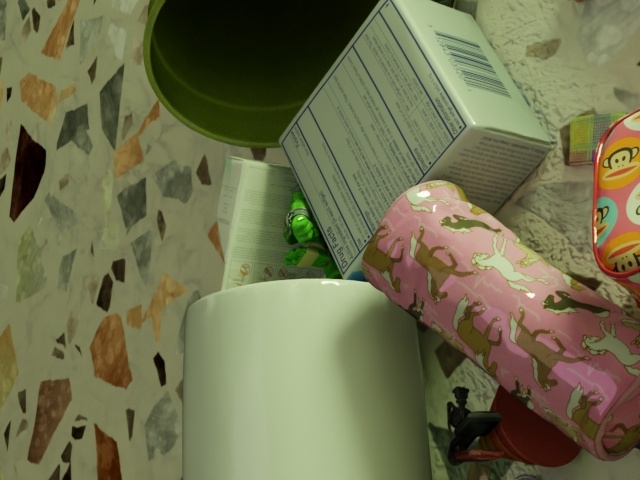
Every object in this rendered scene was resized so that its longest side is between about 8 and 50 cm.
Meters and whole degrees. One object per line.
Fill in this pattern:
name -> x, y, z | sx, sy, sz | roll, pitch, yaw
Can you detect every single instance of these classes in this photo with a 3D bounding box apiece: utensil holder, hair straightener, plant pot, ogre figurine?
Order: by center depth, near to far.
hair straightener -> 0.174, 0.211, 1.429 | 0.230, 0.047, 0.089 | 84, -174, -77
utensil holder -> -0.019, 0.272, 1.567 | 0.327, 0.327, 0.385 | -23, 64, 47
ogre figurine -> 0.000, 0.000, 1.733 | 0.097, 0.197, 0.118 | -30, 45, 28
plant pot -> -0.084, -0.386, 1.801 | 0.366, 0.366, 0.353 | -49, 37, 33

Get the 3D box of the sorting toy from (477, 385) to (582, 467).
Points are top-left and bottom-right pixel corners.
sorting toy -> 0.229, 0.333, 1.398 | 0.126, 0.127, 0.366 | -43, 43, 53

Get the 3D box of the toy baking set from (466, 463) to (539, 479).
toy baking set -> 0.239, 0.388, 1.456 | 0.256, 0.030, 0.197 | 40, 108, 41

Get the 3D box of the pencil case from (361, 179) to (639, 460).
pencil case -> 0.220, 0.077, 1.381 | 0.386, 0.167, 0.160 | 37, 94, 35

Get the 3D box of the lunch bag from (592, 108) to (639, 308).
lunch bag -> 0.406, -0.078, 1.209 | 0.293, 0.120, 0.258 | -23, 43, 35

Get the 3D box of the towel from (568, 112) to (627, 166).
towel -> 0.325, -0.119, 1.467 | 0.083, 0.009, 0.060 | -5, 78, 50

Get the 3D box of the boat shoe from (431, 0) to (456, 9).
boat shoe -> 0.161, -0.322, 1.691 | 0.049, 0.042, 0.133 | 40, 115, 45

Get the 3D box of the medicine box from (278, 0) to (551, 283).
medicine box -> 0.112, -0.125, 1.623 | 0.289, 0.149, 0.263 | -52, 46, 32

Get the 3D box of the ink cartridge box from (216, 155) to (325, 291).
ink cartridge box -> -0.069, 0.002, 1.799 | 0.056, 0.181, 0.225 | 20, 100, 52
